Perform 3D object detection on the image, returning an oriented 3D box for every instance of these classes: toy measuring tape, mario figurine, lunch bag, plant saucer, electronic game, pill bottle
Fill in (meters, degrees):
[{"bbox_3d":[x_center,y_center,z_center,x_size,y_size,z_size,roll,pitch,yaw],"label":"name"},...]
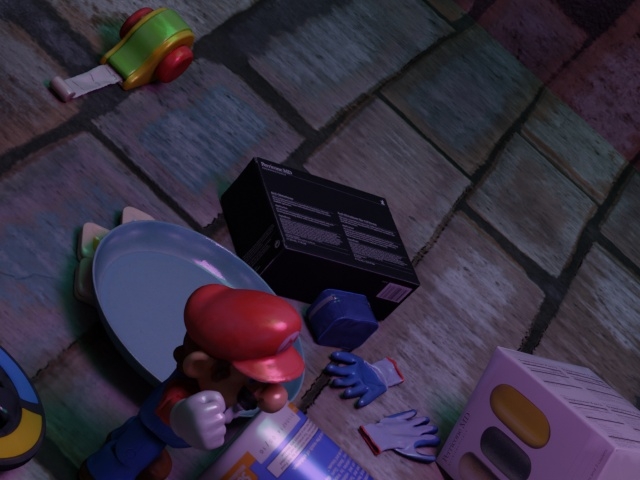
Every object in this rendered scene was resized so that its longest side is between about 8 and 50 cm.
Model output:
[{"bbox_3d":[-0.281,-0.288,2.168,0.121,0.121,0.330,46,30,7],"label":"toy measuring tape"},{"bbox_3d":[-0.117,0.187,1.536,0.170,0.320,0.198,22,36,-30],"label":"mario figurine"},{"bbox_3d":[0.033,0.110,2.066,0.098,0.067,0.065,14,41,-41],"label":"lunch bag"},{"bbox_3d":[-0.161,0.106,1.828,0.318,0.043,0.317,29,33,-21],"label":"plant saucer"},{"bbox_3d":[-0.388,0.152,1.508,0.229,0.048,0.229,36,21,-16],"label":"electronic game"},{"bbox_3d":[-0.001,0.322,1.668,0.272,0.152,0.152,43,30,2],"label":"pill bottle"}]

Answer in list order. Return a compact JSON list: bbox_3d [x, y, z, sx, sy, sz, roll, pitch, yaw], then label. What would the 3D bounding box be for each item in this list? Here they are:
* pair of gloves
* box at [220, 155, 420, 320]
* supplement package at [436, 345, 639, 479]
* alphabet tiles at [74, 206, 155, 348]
[{"bbox_3d":[0.093,0.233,2.022,0.159,0.023,0.198,-2,51,-50],"label":"pair of gloves"},{"bbox_3d":[0.000,0.000,2.136,0.261,0.103,0.184,17,42,-36],"label":"box"},{"bbox_3d":[0.338,0.307,1.961,0.198,0.199,0.263,16,17,-37],"label":"supplement package"},{"bbox_3d":[-0.195,0.077,1.889,0.284,0.021,0.278,26,33,-26],"label":"alphabet tiles"}]
